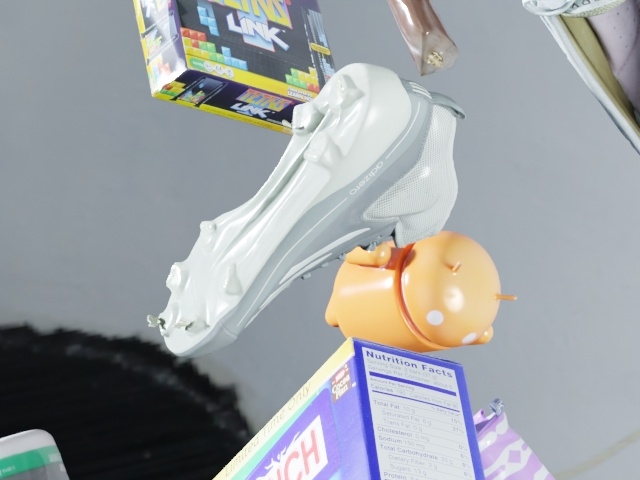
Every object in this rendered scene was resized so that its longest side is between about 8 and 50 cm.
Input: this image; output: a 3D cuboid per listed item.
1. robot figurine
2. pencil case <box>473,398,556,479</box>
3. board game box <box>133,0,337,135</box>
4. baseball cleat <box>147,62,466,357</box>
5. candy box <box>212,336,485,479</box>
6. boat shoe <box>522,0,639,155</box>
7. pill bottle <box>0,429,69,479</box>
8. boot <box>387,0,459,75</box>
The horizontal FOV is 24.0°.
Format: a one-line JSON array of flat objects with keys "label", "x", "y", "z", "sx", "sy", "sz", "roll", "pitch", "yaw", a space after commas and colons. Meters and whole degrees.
[{"label": "robot figurine", "x": 0.100, "y": 0.058, "z": 1.601, "sx": 0.219, "sy": 0.128, "sz": 0.158, "roll": -14, "pitch": 99, "yaw": 49}, {"label": "pencil case", "x": 0.181, "y": 0.239, "z": 1.280, "sx": 0.086, "sy": 0.088, "sz": 0.206, "roll": -38, "pitch": 86, "yaw": 17}, {"label": "board game box", "x": -0.065, "y": -0.163, "z": 1.179, "sx": 0.048, "sy": 0.170, "sz": 0.141, "roll": -31, "pitch": 61, "yaw": 37}, {"label": "baseball cleat", "x": 0.000, "y": 0.000, "z": 0.788, "sx": 0.206, "sy": 0.109, "sz": 0.072, "roll": -48, "pitch": 38, "yaw": 34}, {"label": "candy box", "x": 0.019, "y": 0.280, "z": 1.187, "sx": 0.268, "sy": 0.122, "sz": 0.317, "roll": -50, "pitch": 32, "yaw": 37}, {"label": "boat shoe", "x": 0.215, "y": -0.161, "z": 1.057, "sx": 0.118, "sy": 0.320, "sz": 0.103, "roll": -12, "pitch": 51, "yaw": 24}, {"label": "pill bottle", "x": -0.310, "y": 0.393, "z": 1.522, "sx": 0.204, "sy": 0.204, "sz": 0.361, "roll": -30, "pitch": 78, "yaw": 48}, {"label": "boot", "x": 0.043, "y": -0.157, "z": 0.875, "sx": 0.037, "sy": 0.106, "sz": 0.114, "roll": -24, "pitch": 68, "yaw": 16}]
